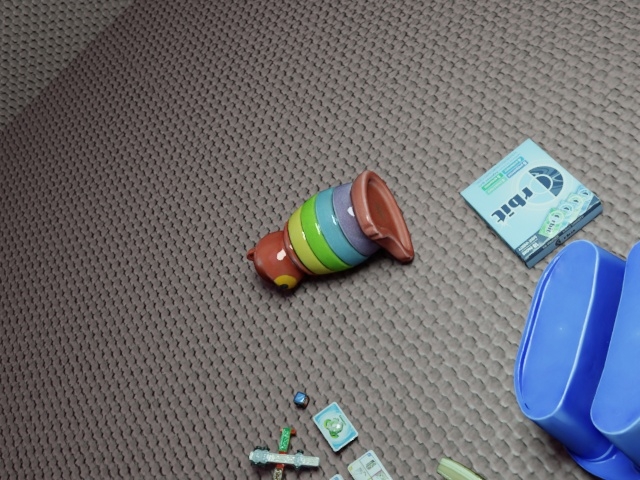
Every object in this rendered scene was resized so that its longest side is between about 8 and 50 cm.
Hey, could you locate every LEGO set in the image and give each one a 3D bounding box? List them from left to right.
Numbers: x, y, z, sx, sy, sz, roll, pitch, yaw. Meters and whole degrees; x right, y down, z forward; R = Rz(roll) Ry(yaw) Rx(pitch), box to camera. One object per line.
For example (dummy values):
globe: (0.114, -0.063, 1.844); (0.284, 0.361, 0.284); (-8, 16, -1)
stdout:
LEGO set: (-0.009, 0.378, 1.179); (0.182, 0.060, 0.244); (-35, 52, -7)

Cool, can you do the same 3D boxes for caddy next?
caddy: (0.423, 0.155, 0.966); (0.241, 0.179, 0.341); (-4, 59, 55)

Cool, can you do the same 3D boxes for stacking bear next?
stacking bear: (0.000, 0.000, 1.308); (0.289, 0.175, 0.164); (-26, 56, 24)

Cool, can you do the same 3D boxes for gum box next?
gum box: (0.360, -0.067, 1.206); (0.157, 0.041, 0.184); (-39, 51, 4)

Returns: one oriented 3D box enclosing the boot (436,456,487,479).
boot: (0.216, 0.429, 0.988); (0.213, 0.077, 0.165); (35, 86, 34)
